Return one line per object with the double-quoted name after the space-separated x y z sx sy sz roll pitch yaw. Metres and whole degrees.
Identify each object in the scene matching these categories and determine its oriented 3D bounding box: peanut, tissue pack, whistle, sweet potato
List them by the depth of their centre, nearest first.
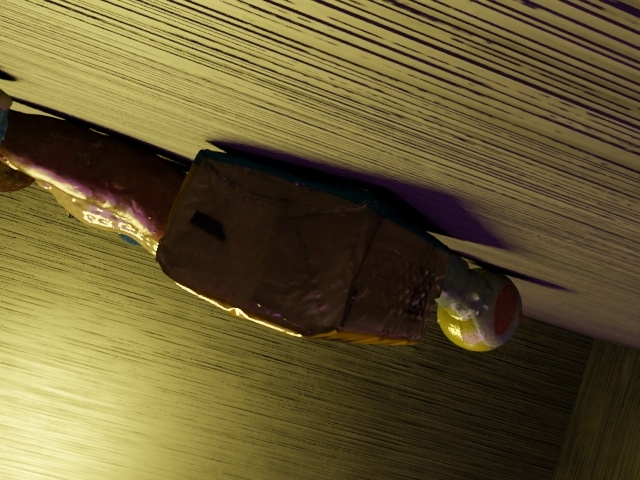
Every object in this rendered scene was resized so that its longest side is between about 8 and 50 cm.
-0.002 0.019 0.743 0.192 0.134 0.271 17 177 24 "tissue pack"
-0.250 -0.081 0.873 0.292 0.097 0.097 30 171 -35 "sweet potato"
-0.245 -0.057 1.026 0.256 0.123 0.123 28 176 -8 "peanut"
0.207 0.078 1.054 0.123 0.123 0.223 15 162 41 "whistle"

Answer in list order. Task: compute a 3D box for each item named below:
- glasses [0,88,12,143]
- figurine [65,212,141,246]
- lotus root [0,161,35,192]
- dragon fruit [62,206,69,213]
-0.375 -0.080 0.682 0.189 0.220 0.088 16 -143 -10 "glasses"
-0.326 -0.046 1.400 0.164 0.121 0.262 -16 -175 13 "figurine"
-0.473 -0.126 1.090 0.120 0.120 0.209 16 178 31 "lotus root"
-0.401 -0.099 1.247 0.153 0.111 0.153 14 175 1 "dragon fruit"
